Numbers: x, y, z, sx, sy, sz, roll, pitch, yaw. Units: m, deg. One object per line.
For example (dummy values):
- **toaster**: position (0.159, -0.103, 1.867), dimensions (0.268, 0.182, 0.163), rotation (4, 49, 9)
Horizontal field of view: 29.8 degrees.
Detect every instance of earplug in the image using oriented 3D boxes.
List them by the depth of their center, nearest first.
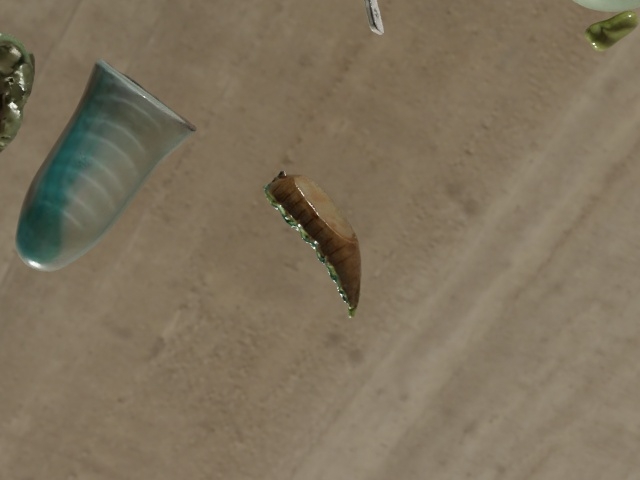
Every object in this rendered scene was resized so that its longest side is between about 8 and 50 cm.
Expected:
- **earplug**: position (-0.356, -0.094, 1.851), dimensions (0.324, 0.185, 0.185), rotation (-54, -157, 4)

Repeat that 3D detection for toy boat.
- **toy boat**: position (0.009, -0.003, 2.169), dimensions (0.099, 0.293, 0.108), rotation (-36, 177, 35)

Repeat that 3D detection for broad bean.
- **broad bean**: position (0.444, -0.321, 1.832), dimensions (0.083, 0.045, 0.063), rotation (-28, 171, 8)

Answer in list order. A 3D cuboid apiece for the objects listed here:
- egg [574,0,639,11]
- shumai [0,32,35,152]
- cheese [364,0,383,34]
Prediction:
- **egg**: position (0.531, -0.551, 2.016), dimensions (0.389, 0.276, 0.276), rotation (-55, -161, -17)
- **shumai**: position (-0.485, -0.159, 1.357), dimensions (0.330, 0.289, 0.291), rotation (-33, -115, 59)
- **cheese**: position (0.064, -0.443, 1.901), dimensions (0.054, 0.127, 0.251), rotation (-18, -105, 26)
